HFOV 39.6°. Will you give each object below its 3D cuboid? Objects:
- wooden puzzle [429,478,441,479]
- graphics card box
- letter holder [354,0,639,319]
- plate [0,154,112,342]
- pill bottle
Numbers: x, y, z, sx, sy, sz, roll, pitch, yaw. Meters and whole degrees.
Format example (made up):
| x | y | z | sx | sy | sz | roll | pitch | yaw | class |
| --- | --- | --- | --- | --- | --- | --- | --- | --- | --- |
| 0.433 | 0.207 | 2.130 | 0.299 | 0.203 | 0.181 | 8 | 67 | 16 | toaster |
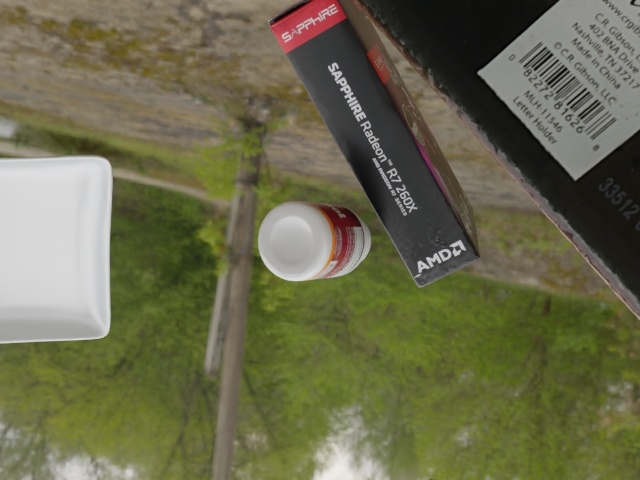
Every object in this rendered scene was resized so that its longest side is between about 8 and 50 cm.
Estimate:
| x | y | z | sx | sy | sz | roll | pitch | yaw | class |
| --- | --- | --- | --- | --- | --- | --- | --- | --- | --- |
| 0.112 | 0.240 | 0.823 | 0.083 | 0.049 | 0.006 | 12 | -144 | -20 | wooden puzzle |
| 0.079 | -0.144 | 1.140 | 0.094 | 0.371 | 0.233 | -27 | -169 | 14 | graphics card box |
| 0.144 | -0.086 | 0.417 | 0.302 | 0.152 | 0.214 | 54 | -166 | 26 | letter holder |
| -0.402 | 0.009 | 1.100 | 0.278 | 0.277 | 0.045 | -1 | -147 | -16 | plate |
| 0.000 | 0.000 | 0.995 | 0.086 | 0.086 | 0.152 | 5 | -178 | 23 | pill bottle |
